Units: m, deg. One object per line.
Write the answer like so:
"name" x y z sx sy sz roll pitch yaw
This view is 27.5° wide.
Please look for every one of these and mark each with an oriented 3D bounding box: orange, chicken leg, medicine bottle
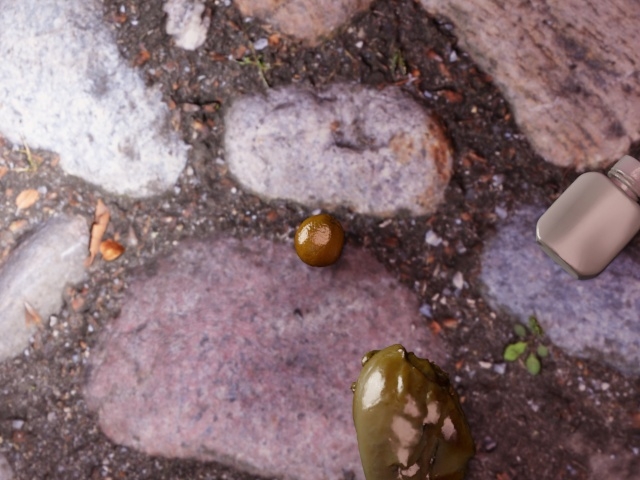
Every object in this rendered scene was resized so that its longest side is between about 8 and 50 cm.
"orange" 0.000 0.000 1.978 0.085 0.085 0.085 -2 79 10
"chicken leg" 0.123 0.363 1.866 0.201 0.152 0.430 -1 87 23
"medicine bottle" 0.407 -0.038 1.914 0.119 0.069 0.183 43 90 16
